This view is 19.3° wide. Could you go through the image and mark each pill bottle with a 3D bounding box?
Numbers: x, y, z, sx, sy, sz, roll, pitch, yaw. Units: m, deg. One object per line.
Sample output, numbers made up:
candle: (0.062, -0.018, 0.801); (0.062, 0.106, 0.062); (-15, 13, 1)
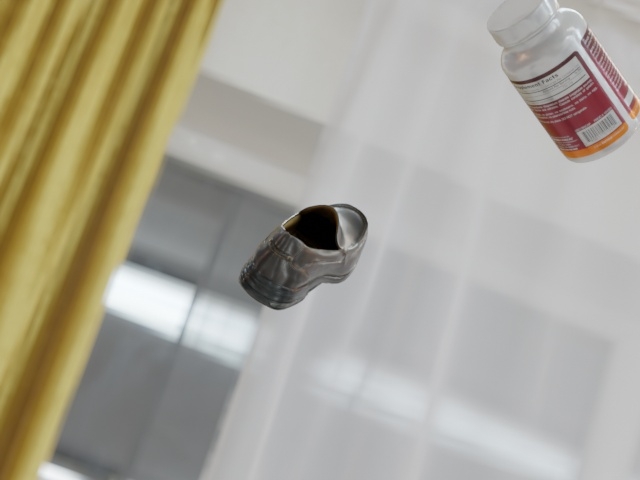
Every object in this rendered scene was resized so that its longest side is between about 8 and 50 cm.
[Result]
pill bottle: (0.216, -0.150, 1.673); (0.086, 0.086, 0.152); (-9, -54, 49)

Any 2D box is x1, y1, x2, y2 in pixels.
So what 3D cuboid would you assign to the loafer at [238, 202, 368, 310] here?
loafer: (0.000, 0.000, 1.475); (0.062, 0.170, 0.061); (35, -61, 8)
